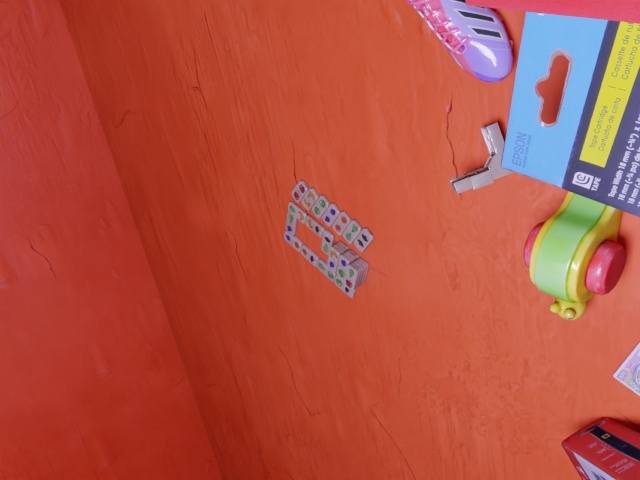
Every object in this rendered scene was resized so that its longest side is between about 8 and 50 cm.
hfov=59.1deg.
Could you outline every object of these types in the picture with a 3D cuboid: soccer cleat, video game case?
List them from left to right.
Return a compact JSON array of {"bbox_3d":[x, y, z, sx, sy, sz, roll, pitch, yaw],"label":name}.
[{"bbox_3d":[0.156,-0.305,0.734,0.248,0.095,0.083,60,146,5],"label":"soccer cleat"},{"bbox_3d":[0.463,0.193,0.744,0.122,0.011,0.087,40,140,30],"label":"video game case"}]

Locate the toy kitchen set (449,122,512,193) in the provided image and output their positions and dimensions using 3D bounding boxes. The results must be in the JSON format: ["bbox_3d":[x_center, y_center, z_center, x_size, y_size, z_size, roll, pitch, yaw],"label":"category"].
[{"bbox_3d":[0.219,-0.117,0.810,0.068,0.083,0.075,-68,-43,-80],"label":"toy kitchen set"}]

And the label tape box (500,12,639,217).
[{"bbox_3d":[0.352,-0.123,0.502,0.333,0.106,0.241,28,149,28],"label":"label tape box"}]

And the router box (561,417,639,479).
[{"bbox_3d":[0.475,0.415,0.691,0.336,0.082,0.301,60,178,4],"label":"router box"}]

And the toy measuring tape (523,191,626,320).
[{"bbox_3d":[0.316,-0.034,0.692,0.121,0.121,0.330,24,130,43],"label":"toy measuring tape"}]

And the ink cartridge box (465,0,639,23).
[{"bbox_3d":[0.185,-0.246,0.298,0.296,0.066,0.261,30,134,43],"label":"ink cartridge box"}]

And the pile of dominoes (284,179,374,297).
[{"bbox_3d":[0.000,0.000,1.198,0.251,0.040,0.196,40,140,30],"label":"pile of dominoes"}]
